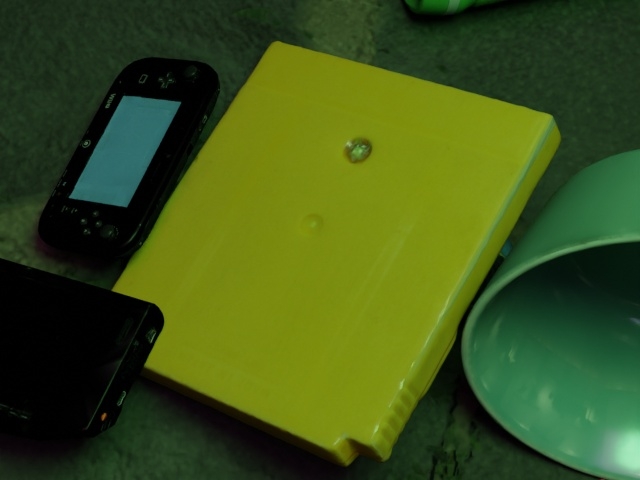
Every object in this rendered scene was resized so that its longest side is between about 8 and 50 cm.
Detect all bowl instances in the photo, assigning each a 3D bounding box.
[{"bbox_3d":[0.276,0.045,1.019,0.311,0.311,0.163,17,51,2],"label":"bowl"}]

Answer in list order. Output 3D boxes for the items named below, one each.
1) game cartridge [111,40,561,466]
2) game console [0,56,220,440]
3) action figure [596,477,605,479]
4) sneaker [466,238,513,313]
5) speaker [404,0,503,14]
[{"bbox_3d":[0.000,0.000,1.065,0.285,0.052,0.323,20,70,31],"label":"game cartridge"},{"bbox_3d":[-0.205,-0.009,1.083,0.213,0.044,0.361,14,63,21],"label":"game console"},{"bbox_3d":[0.235,0.253,1.061,0.038,0.030,0.115,-14,74,-14],"label":"action figure"},{"bbox_3d":[0.062,0.030,1.116,0.209,0.069,0.082,-10,27,5],"label":"sneaker"},{"bbox_3d":[0.218,-0.291,1.201,0.296,0.131,0.131,-13,72,-9],"label":"speaker"}]
